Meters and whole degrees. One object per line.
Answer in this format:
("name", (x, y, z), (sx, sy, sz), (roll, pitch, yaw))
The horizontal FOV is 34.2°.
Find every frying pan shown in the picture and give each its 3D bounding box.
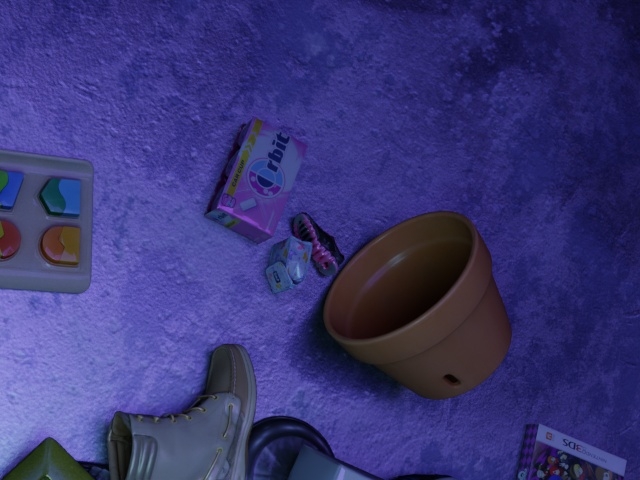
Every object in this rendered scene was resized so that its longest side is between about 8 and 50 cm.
("frying pan", (-0.018, 0.428, 1.649), (0.197, 0.053, 0.326), (-37, 93, -29))

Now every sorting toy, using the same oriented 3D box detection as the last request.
("sorting toy", (-0.433, -0.031, 1.548), (0.193, 0.038, 0.208), (6, 75, -26))

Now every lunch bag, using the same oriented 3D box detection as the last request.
("lunch bag", (-0.054, 0.042, 1.706), (0.053, 0.071, 0.083), (18, 71, -24))

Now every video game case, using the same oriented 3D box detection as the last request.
("video game case", (0.443, 0.473, 1.874), (0.210, 0.042, 0.232), (25, 68, -18))

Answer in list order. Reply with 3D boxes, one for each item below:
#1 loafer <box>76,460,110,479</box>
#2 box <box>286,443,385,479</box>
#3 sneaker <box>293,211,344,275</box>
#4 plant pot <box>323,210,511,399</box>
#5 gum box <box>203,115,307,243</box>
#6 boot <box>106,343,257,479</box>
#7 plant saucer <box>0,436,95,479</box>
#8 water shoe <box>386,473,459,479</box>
("loafer", (-0.270, 0.390, 1.502), (0.267, 0.084, 0.096), (31, 65, -18))
("box", (0.018, 0.510, 1.531), (0.215, 0.168, 0.345), (28, 81, -18))
("sneaker", (0.000, 0.000, 1.766), (0.057, 0.047, 0.119), (-40, 101, -45))
("plant pot", (0.178, 0.122, 1.708), (0.203, 0.291, 0.291), (51, 60, -27))
("gum box", (-0.104, -0.104, 1.721), (0.107, 0.062, 0.188), (28, 67, -19))
("boot", (-0.206, 0.262, 1.542), (0.203, 0.095, 0.262), (18, 65, -30))
("plant saucer", (-0.377, 0.401, 1.423), (0.188, 0.045, 0.188), (-43, 99, -2))
("water shoe", (0.134, 0.424, 1.709), (0.203, 0.080, 0.073), (1, 90, -23))
